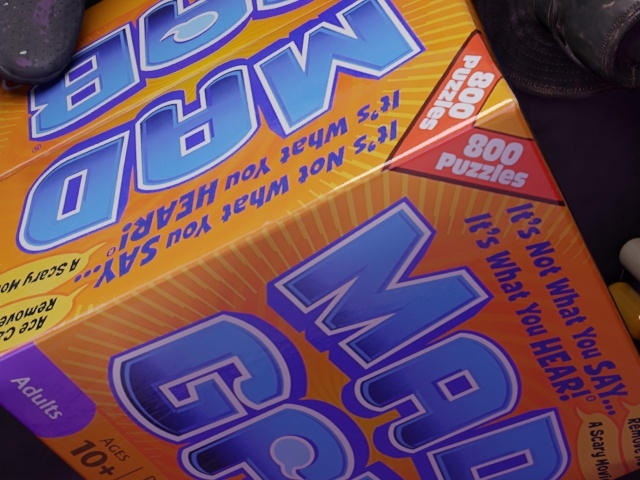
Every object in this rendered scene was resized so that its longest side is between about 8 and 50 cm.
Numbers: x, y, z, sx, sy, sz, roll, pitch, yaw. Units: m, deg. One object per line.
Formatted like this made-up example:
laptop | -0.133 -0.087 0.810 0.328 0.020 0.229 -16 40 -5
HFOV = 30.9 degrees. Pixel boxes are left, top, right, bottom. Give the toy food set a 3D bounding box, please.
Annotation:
toy food set | 0.419 0.016 1.246 0.232 0.104 0.111 -28 125 -3

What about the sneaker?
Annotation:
sneaker | -0.192 -0.249 0.771 0.106 0.162 0.281 -5 95 -28

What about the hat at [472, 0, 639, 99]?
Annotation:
hat | 0.290 -0.232 1.006 0.331 0.134 0.331 -13 134 -13

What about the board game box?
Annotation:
board game box | 0.000 0.000 0.873 0.356 0.356 0.356 -26 130 12
